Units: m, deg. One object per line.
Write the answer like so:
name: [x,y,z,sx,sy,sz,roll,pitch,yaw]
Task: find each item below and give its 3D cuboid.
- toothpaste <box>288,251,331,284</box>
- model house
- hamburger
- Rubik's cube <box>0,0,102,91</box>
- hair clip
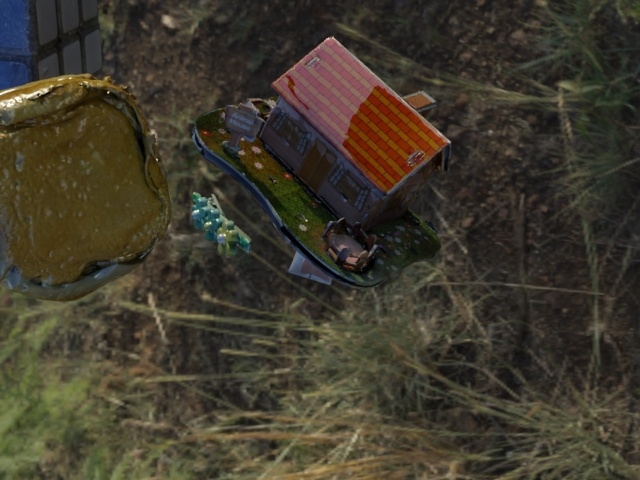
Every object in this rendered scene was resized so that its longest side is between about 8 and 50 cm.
toothpaste: [0.000,0.000,1.198,0.194,0.067,0.043,106,179,-52]
model house: [0.022,-0.109,0.950,0.294,0.207,0.154,45,126,18]
hamburger: [-0.353,-0.070,1.155,0.158,0.318,0.319,14,96,56]
Rubik's cube: [-0.558,-0.395,1.416,0.304,0.301,0.305,-77,-8,-64]
hair clip: [-0.134,-0.020,1.102,0.173,0.049,0.049,43,118,55]
